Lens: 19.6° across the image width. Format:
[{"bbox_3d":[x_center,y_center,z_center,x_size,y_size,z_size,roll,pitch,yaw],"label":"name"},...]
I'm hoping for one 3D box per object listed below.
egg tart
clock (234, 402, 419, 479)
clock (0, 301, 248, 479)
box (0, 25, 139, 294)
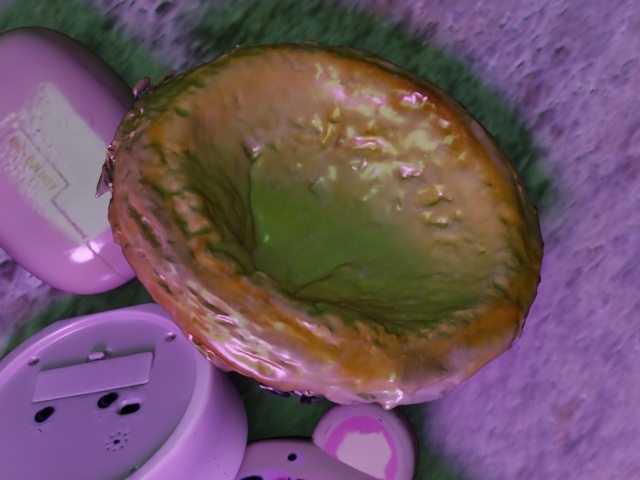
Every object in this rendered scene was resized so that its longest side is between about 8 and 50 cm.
[{"bbox_3d":[0.000,0.000,1.257,0.315,0.120,0.315,10,51,-13],"label":"egg tart"},{"bbox_3d":[-0.007,0.282,1.281,0.284,0.114,0.309,-20,84,7],"label":"clock"},{"bbox_3d":[-0.151,0.135,1.267,0.197,0.197,0.068,-24,128,4],"label":"clock"},{"bbox_3d":[-0.187,-0.058,1.331,0.146,0.088,0.200,-42,82,3],"label":"box"}]
